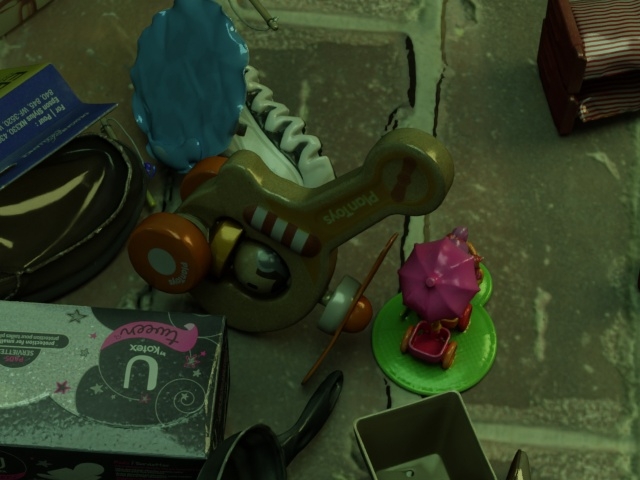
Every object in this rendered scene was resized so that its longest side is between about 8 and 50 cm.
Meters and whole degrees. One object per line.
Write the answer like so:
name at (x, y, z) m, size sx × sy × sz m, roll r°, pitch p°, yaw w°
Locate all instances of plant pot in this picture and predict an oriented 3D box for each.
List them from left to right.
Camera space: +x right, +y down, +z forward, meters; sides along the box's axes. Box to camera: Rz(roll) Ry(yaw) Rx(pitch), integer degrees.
plant pot at (0.096, 0.225, 1.847) m, size 0.109 × 0.096 × 0.109 m, roll -16°, pitch 60°, yaw -12°

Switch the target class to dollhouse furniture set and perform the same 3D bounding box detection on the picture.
dollhouse furniture set at (0.376, -0.106, 2.025) m, size 0.201 × 0.152 × 0.374 m, roll -10°, pitch 59°, yaw -7°

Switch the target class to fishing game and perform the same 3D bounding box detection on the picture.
fishing game at (-0.131, -0.163, 2.010) m, size 0.041 × 0.264 × 0.189 m, roll 3°, pitch 40°, yaw -45°

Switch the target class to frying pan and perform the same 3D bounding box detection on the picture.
frying pan at (-0.060, 0.212, 1.800) m, size 0.053 × 0.197 × 0.326 m, roll 4°, pitch 56°, yaw 19°

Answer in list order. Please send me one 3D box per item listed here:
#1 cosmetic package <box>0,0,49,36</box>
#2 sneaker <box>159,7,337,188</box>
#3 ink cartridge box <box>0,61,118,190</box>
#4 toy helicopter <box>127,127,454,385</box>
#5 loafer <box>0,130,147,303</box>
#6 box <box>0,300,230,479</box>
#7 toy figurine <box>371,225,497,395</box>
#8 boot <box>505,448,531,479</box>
cosmetic package at (-0.446, -0.271, 2.121) m, size 0.296 × 0.129 × 0.153 m, roll -39°, pitch 66°, yaw -22°
sneaker at (-0.108, -0.135, 2.066) m, size 0.118 × 0.110 × 0.292 m, roll -35°, pitch 65°, yaw -11°
ink cartridge box at (-0.396, -0.073, 1.911) m, size 0.303 × 0.307 × 0.072 m, roll -39°, pitch 109°, yaw -29°
toy helicopter at (0.000, 0.000, 1.867) m, size 0.235 × 0.355 × 0.140 m, roll 52°, pitch 42°, yaw -12°
loafer at (-0.327, 0.003, 1.952) m, size 0.366 × 0.130 × 0.134 m, roll -39°, pitch 67°, yaw -22°
box at (-0.217, 0.160, 1.852) m, size 0.247 × 0.142 × 0.163 m, roll 5°, pitch 59°, yaw 1°
toy figurine at (0.128, 0.045, 1.922) m, size 0.130 × 0.159 × 0.173 m, roll 21°, pitch 60°, yaw 11°
boot at (0.216, 0.267, 1.862) m, size 0.087 × 0.042 × 0.118 m, roll 18°, pitch 61°, yaw 2°
